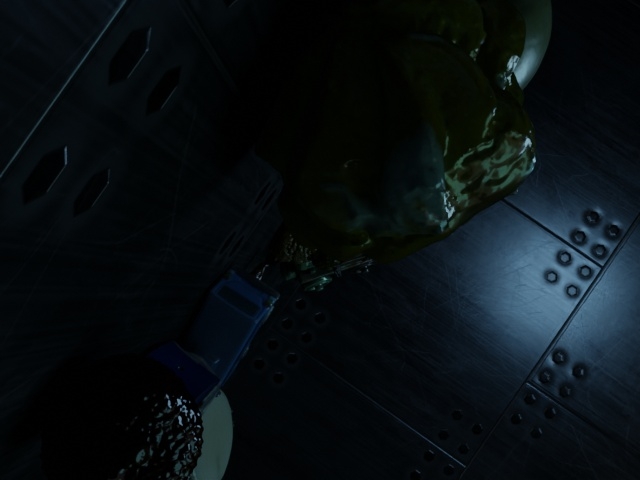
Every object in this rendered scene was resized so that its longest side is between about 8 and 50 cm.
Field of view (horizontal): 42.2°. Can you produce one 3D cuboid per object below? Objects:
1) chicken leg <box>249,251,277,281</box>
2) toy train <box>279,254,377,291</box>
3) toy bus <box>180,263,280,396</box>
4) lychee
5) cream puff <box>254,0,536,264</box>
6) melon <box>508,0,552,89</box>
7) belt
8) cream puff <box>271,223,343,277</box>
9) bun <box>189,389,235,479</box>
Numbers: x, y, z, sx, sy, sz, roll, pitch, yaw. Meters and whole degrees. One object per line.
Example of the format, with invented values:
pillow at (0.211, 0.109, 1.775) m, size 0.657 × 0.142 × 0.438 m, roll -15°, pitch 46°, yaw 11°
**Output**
chicken leg at (-0.166, 0.116, 1.735) m, size 0.219 × 0.048 × 0.089 m, roll -57°, pitch 179°, yaw 19°
toy train at (0.046, 0.024, 2.149) m, size 0.304 × 0.150 × 0.221 m, roll -18°, pitch 169°, yaw -16°
toy bus at (-0.185, 0.176, 1.544) m, size 0.234 × 0.116 × 0.133 m, roll -59°, pitch 178°, yaw 31°
lychee at (-0.230, 0.223, 0.974) m, size 0.194 × 0.194 × 0.194 m, roll -55°, pitch 176°, yaw -6°
cream puff at (0.069, -0.161, 0.953) m, size 0.378 × 0.275 × 0.378 m, roll -37°, pitch -151°, yaw 24°
melon at (0.211, -0.310, 1.231) m, size 0.308 × 0.271 × 0.272 m, roll -49°, pitch 173°, yaw -34°
belt at (-0.274, 0.279, 1.360) m, size 0.212 × 0.117 × 0.347 m, roll -54°, pitch 174°, yaw -2°
cream puff at (0.000, 0.000, 1.876) m, size 0.183 × 0.169 × 0.183 m, roll -56°, pitch 177°, yaw -4°
bun at (-0.339, 0.488, 2.058) m, size 0.263 × 0.175 × 0.263 m, roll -1°, pitch 90°, yaw -74°
